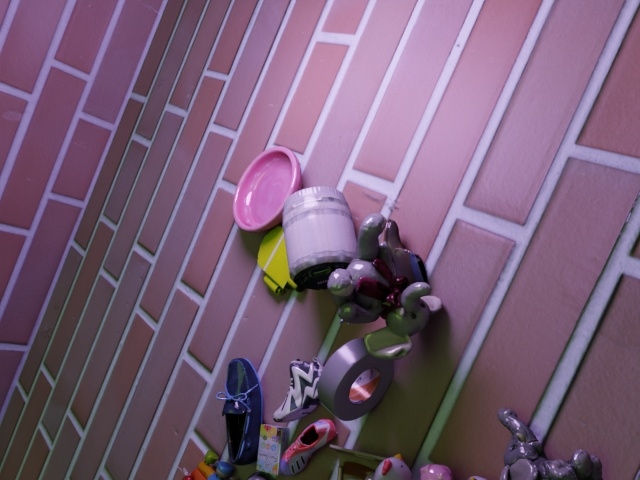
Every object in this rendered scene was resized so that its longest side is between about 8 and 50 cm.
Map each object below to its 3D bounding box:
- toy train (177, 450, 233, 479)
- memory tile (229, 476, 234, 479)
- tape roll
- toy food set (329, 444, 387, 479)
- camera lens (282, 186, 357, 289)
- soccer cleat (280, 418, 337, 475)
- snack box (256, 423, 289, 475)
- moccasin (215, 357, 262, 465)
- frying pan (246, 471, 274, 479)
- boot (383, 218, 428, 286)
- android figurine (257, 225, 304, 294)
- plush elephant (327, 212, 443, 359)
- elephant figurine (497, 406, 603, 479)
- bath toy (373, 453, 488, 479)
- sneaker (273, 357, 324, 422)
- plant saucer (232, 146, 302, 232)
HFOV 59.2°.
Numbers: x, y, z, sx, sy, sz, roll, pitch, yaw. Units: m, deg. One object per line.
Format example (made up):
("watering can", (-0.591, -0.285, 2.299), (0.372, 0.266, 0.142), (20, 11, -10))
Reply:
("toy train", (-0.407, 0.790, 1.950), (0.248, 0.105, 0.143), (24, 83, 44))
("memory tile", (-0.278, 0.849, 1.820), (0.148, 0.012, 0.113), (-151, 71, -64))
("tape roll", (0.098, 0.376, 1.527), (0.072, 0.219, 0.219), (34, 100, 44))
("toy food set", (0.099, 0.722, 1.503), (0.220, 0.092, 0.305), (-5, 73, 41))
("camera lens", (0.000, 0.000, 1.736), (0.220, 0.220, 0.274), (-28, 60, 34))
("soccer cleat", (-0.054, 0.615, 1.677), (0.248, 0.095, 0.083), (-46, 51, 22))
("snack box", (-0.152, 0.662, 1.791), (0.100, 0.037, 0.141), (-7, 72, 42))
("moccasin", (-0.258, 0.555, 1.844), (0.138, 0.117, 0.341), (-24, 70, 32))
("frying pan", (-0.157, 0.848, 1.735), (0.326, 0.053, 0.197), (15, 88, 47))
("boot", (0.245, 0.039, 1.608), (0.106, 0.082, 0.219), (-11, 79, 29))
("android figurine", (-0.122, 0.058, 1.944), (0.273, 0.056, 0.248), (36, 102, 43))
("plush elephant", (0.177, 0.150, 1.455), (0.256, 0.329, 0.271), (20, 47, 17))
("elephant figurine", (0.467, 0.501, 1.217), (0.240, 0.186, 0.169), (0, 120, 53))
("bath toy", (0.282, 0.592, 1.319), (0.349, 0.128, 0.151), (10, 41, 32))
("sneaker", (-0.069, 0.451, 1.745), (0.235, 0.094, 0.153), (-43, 50, 24))
("plant saucer", (-0.182, -0.175, 2.035), (0.332, 0.084, 0.331), (-24, 53, 36))
